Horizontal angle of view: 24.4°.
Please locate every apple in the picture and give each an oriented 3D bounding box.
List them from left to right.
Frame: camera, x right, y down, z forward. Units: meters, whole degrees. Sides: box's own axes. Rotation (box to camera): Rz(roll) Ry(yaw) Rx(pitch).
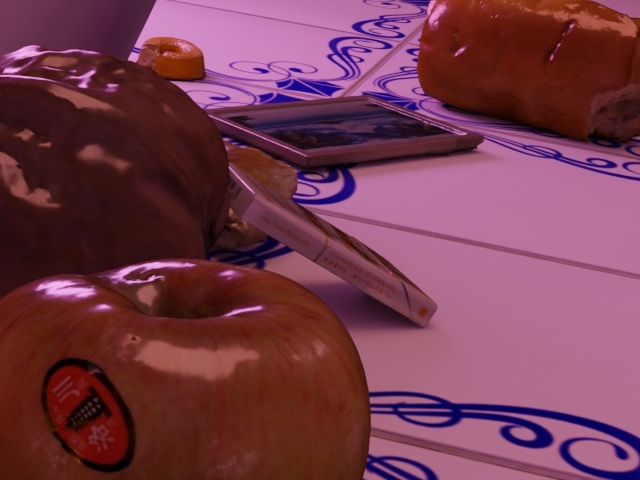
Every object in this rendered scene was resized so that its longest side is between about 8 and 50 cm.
[{"bbox_3d":[-0.096,0.115,0.896,0.260,0.194,0.261,6,17,-2],"label":"apple"}]

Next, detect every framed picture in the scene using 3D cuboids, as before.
[{"bbox_3d":[0.027,-0.145,1.935,0.314,0.024,0.232,-9,24,-42],"label":"framed picture"}]

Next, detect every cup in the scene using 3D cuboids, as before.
[{"bbox_3d":[-0.308,-0.309,1.692,0.253,0.372,0.253,28,-1,0],"label":"cup"}]

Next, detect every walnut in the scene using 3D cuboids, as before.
[{"bbox_3d":[-0.209,-0.039,1.224,0.273,0.273,0.227,11,-11,9],"label":"walnut"}]

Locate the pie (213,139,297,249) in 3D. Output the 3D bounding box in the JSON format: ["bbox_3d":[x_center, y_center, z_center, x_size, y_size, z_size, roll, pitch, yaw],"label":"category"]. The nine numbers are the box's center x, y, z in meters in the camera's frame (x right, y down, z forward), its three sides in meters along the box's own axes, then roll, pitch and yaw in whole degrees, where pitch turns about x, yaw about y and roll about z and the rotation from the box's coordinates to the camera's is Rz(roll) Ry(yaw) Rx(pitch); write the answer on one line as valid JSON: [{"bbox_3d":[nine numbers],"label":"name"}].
[{"bbox_3d":[-0.185,-0.063,1.541,0.337,0.075,0.337,7,19,-2],"label":"pie"}]

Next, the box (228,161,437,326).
[{"bbox_3d":[0.000,0.001,1.352,0.220,0.032,0.122,32,6,-30],"label":"box"}]

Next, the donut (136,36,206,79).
[{"bbox_3d":[-0.213,-0.265,2.156,0.097,0.043,0.108,-9,30,-39],"label":"donut"}]

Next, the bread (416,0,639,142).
[{"bbox_3d":[0.313,-0.257,2.120,0.343,0.195,0.149,14,14,24],"label":"bread"}]
